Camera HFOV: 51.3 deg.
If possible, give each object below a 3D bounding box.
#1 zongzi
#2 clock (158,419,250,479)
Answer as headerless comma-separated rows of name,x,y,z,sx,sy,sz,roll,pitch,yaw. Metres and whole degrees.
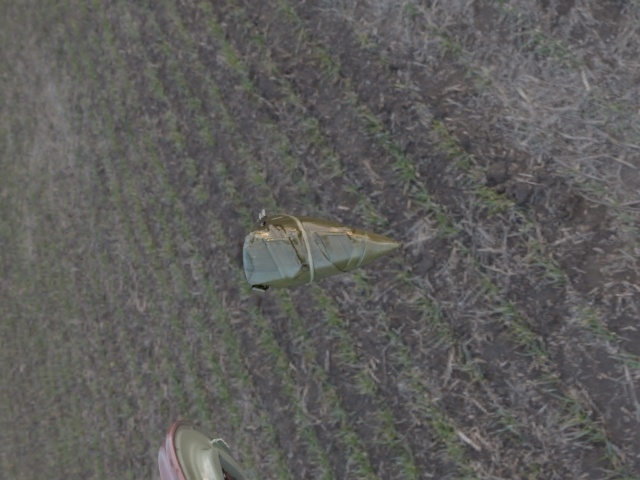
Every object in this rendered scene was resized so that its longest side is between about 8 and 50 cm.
zongzi,0.000,0.000,0.805,0.189,0.178,0.081,-99,2,-79
clock,-0.130,0.349,0.903,0.056,0.244,0.244,-35,49,0
